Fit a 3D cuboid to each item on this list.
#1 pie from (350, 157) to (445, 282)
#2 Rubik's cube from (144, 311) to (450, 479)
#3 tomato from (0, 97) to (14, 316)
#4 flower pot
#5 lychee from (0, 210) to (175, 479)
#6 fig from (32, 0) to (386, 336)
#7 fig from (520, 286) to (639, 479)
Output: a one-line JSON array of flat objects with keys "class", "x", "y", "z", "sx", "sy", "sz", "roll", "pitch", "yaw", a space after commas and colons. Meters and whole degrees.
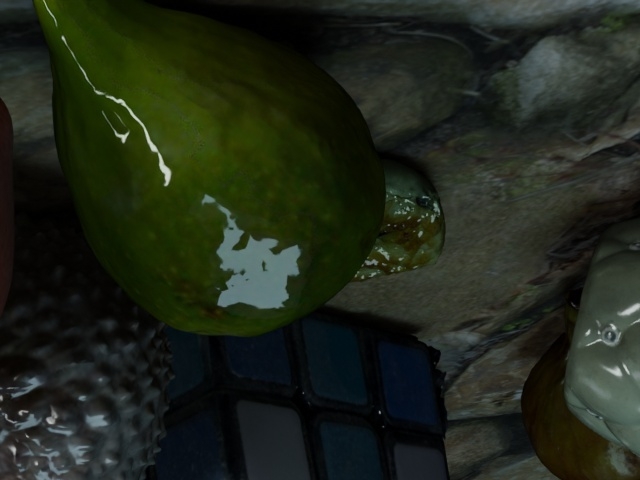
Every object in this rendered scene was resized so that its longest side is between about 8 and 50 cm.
[{"class": "pie", "x": 0.000, "y": 0.000, "z": 1.172, "sx": 0.240, "sy": 0.054, "sz": 0.240, "roll": -9, "pitch": 155, "yaw": -4}, {"class": "Rubik's cube", "x": -0.091, "y": 0.282, "z": 1.408, "sx": 0.363, "sy": 0.362, "sz": 0.358, "roll": -25, "pitch": 154, "yaw": 34}, {"class": "tomato", "x": -0.316, "y": -0.005, "z": 0.735, "sx": 0.321, "sy": 0.322, "sz": 0.321, "roll": -8, "pitch": 156, "yaw": -4}, {"class": "flower pot", "x": 0.345, "y": 0.094, "z": 1.282, "sx": 0.195, "sy": 0.246, "sz": 0.246, "roll": 12, "pitch": 160, "yaw": 14}, {"class": "lychee", "x": -0.246, "y": 0.117, "z": 1.064, "sx": 0.300, "sy": 0.300, "sz": 0.300, "roll": -8, "pitch": 156, "yaw": -4}, {"class": "fig", "x": -0.093, "y": -0.068, "z": 0.847, "sx": 0.206, "sy": 0.206, "sz": 0.275, "roll": -23, "pitch": 132, "yaw": 28}, {"class": "fig", "x": 0.333, "y": 0.153, "z": 1.536, "sx": 0.190, "sy": 0.191, "sz": 0.290, "roll": -4, "pitch": 128, "yaw": -12}]
